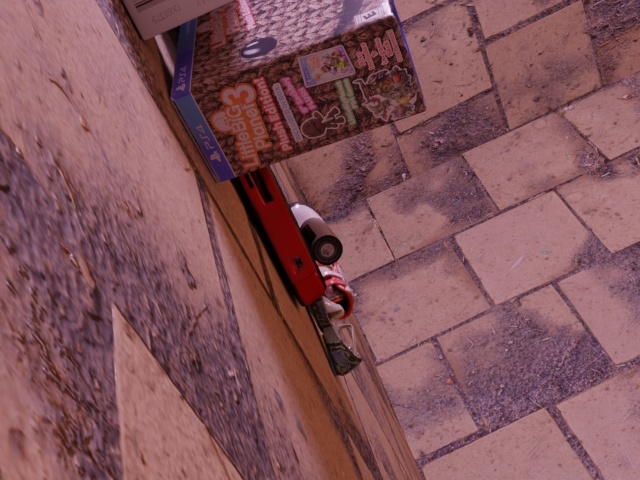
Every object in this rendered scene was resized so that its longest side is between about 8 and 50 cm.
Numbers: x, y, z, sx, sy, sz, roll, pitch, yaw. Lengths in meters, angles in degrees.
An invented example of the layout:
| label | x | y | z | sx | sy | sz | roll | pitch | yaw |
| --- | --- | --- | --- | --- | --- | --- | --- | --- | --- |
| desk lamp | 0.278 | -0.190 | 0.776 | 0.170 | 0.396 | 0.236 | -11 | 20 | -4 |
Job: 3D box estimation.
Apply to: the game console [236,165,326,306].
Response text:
| label | x | y | z | sx | sy | sz | roll | pitch | yaw |
| --- | --- | --- | --- | --- | --- | --- | --- | --- | --- |
| game console | -0.108 | -0.094 | 1.512 | 0.387 | 0.060 | 0.342 | 65 | -4 | -19 |

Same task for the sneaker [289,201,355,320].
| label | x | y | z | sx | sy | sz | roll | pitch | yaw |
| --- | --- | --- | --- | --- | --- | --- | --- | --- | --- |
| sneaker | 0.002 | 0.049 | 1.937 | 0.145 | 0.090 | 0.270 | -117 | -177 | -69 |

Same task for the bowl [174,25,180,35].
| label | x | y | z | sx | sy | sz | roll | pitch | yaw |
| --- | --- | --- | --- | --- | --- | --- | --- | --- | --- |
| bowl | -0.099 | -0.337 | 1.435 | 0.391 | 0.077 | 0.391 | 30 | -15 | 9 |

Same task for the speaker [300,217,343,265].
| label | x | y | z | sx | sy | sz | roll | pitch | yaw |
| --- | --- | --- | --- | --- | --- | --- | --- | --- | --- |
| speaker | 0.000 | 0.000 | 1.554 | 0.055 | 0.055 | 0.136 | 64 | -3 | -18 |

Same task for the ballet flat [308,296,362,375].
| label | x | y | z | sx | sy | sz | roll | pitch | yaw |
| --- | --- | --- | --- | --- | --- | --- | --- | --- | --- |
| ballet flat | 0.024 | 0.155 | 1.600 | 0.070 | 0.070 | 0.188 | 61 | 4 | -63 |

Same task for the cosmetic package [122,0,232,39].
| label | x | y | z | sx | sy | sz | roll | pitch | yaw |
| --- | --- | --- | --- | --- | --- | --- | --- | --- | --- |
| cosmetic package | -0.188 | -0.365 | 1.116 | 0.184 | 0.151 | 0.151 | -111 | 177 | -64 |

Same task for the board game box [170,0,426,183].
| label | x | y | z | sx | sy | sz | roll | pitch | yaw |
| --- | --- | --- | --- | --- | --- | --- | --- | --- | --- |
| board game box | -0.031 | -0.238 | 1.170 | 0.232 | 0.291 | 0.141 | -97 | 165 | -50 |
